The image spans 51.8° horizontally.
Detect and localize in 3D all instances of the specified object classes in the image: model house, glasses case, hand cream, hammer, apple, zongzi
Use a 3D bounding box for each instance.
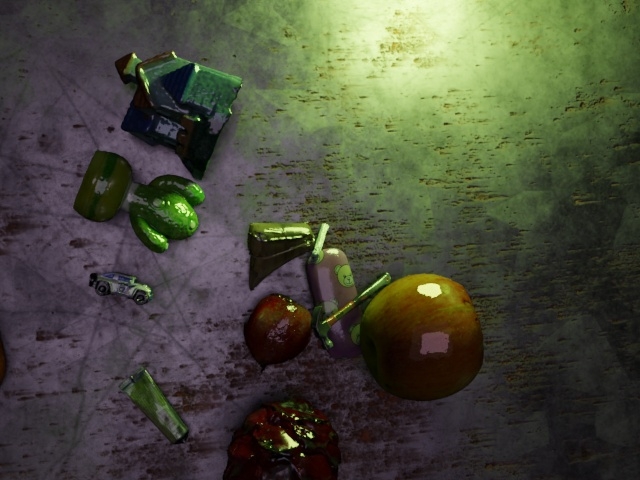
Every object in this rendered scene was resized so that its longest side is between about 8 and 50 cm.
[{"bbox_3d":[-0.396,-0.351,1.683,0.329,0.295,0.251,25,81,-10],"label":"model house"},{"bbox_3d":[0.045,0.179,1.853,0.123,0.076,0.316,-15,91,-14],"label":"glasses case"},{"bbox_3d":[-0.442,0.459,1.793,0.086,0.055,0.235,-41,88,-10],"label":"hand cream"},{"bbox_3d":[0.090,0.176,1.809,0.288,0.033,0.111,-34,101,-29],"label":"hammer"},{"bbox_3d":[0.267,0.257,1.762,0.340,0.339,0.339,0,89,-9],"label":"apple"},{"bbox_3d":[-0.114,0.045,1.834,0.195,0.099,0.197,-4,114,-19],"label":"zongzi"}]

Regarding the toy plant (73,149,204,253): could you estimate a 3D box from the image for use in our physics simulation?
[{"bbox_3d":[-0.471,-0.097,1.739,0.316,0.184,0.224,21,68,-18],"label":"toy plant"}]

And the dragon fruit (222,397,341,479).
[{"bbox_3d":[-0.094,0.571,1.714,0.329,0.329,0.329,0,89,-9],"label":"dragon fruit"}]

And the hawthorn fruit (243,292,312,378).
[{"bbox_3d":[-0.123,0.263,1.776,0.181,0.181,0.235,24,79,-8],"label":"hawthorn fruit"}]

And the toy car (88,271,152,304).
[{"bbox_3d":[-0.533,0.124,1.764,0.171,0.080,0.070,15,85,-7],"label":"toy car"}]

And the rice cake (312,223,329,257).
[{"bbox_3d":[0.000,0.000,1.846,0.022,0.021,0.121,18,50,1],"label":"rice cake"}]

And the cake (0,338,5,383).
[{"bbox_3d":[-0.916,0.293,1.667,0.177,0.151,0.282,-18,87,-5],"label":"cake"}]
